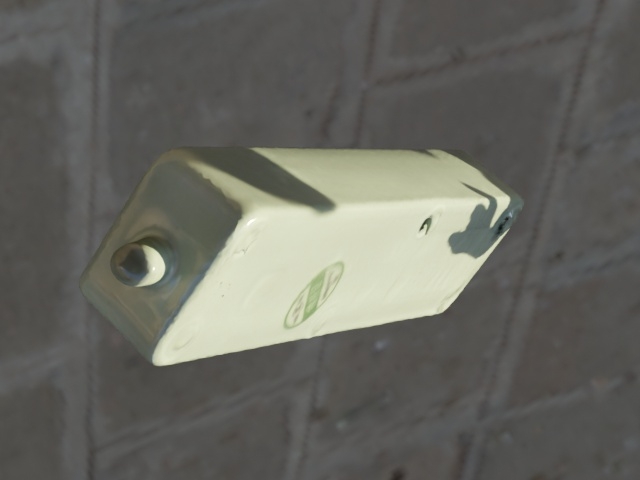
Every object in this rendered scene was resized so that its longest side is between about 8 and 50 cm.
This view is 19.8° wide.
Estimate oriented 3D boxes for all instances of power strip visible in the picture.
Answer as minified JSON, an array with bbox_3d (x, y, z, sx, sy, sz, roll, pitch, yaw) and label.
[{"bbox_3d":[0.000,0.000,0.940,0.091,0.062,0.385,-55,160,17],"label":"power strip"}]
